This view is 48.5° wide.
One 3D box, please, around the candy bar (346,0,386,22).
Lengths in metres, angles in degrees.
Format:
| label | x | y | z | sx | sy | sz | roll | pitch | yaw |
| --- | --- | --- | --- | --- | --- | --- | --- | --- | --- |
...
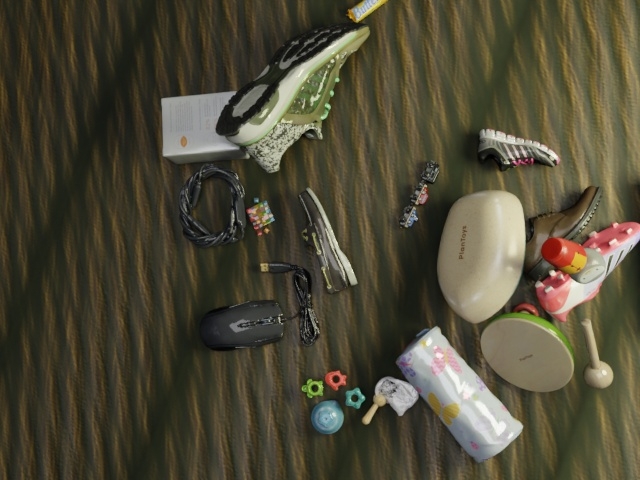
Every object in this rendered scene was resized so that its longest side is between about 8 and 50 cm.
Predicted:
| label | x | y | z | sx | sy | sz | roll | pitch | yaw |
| --- | --- | --- | --- | --- | --- | --- | --- | --- | --- |
| candy bar | 0.128 | -0.532 | 1.554 | 0.161 | 0.018 | 0.040 | -36 | 80 | 2 |

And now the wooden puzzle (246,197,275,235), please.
| label | x | y | z | sx | sy | sz | roll | pitch | yaw |
| --- | --- | --- | --- | --- | --- | --- | --- | --- | --- |
| wooden puzzle | -0.130 | -0.054 | 1.545 | 0.049 | 0.006 | 0.083 | -27 | 81 | 5 |

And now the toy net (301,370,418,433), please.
| label | x | y | z | sx | sy | sz | roll | pitch | yaw |
| --- | --- | --- | --- | --- | --- | --- | --- | --- | --- |
| toy net | 0.085 | 0.317 | 1.458 | 0.232 | 0.045 | 0.122 | -15 | 80 | 5 |

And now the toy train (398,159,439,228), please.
| label | x | y | z | sx | sy | sz | roll | pitch | yaw |
| --- | --- | --- | --- | --- | --- | --- | --- | --- | --- |
| toy train | 0.209 | -0.093 | 1.492 | 0.036 | 0.027 | 0.158 | 27 | 88 | -1 |

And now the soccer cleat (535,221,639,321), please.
| label | x | y | z | sx | sy | sz | roll | pitch | yaw |
| --- | --- | --- | --- | --- | --- | --- | --- | --- | --- |
| soccer cleat | 0.539 | 0.059 | 1.410 | 0.248 | 0.083 | 0.095 | -38 | 110 | -2 |

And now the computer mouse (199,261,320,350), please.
| label | x | y | z | sx | sy | sz | roll | pitch | yaw |
| --- | --- | --- | --- | --- | --- | --- | --- | --- | --- |
| computer mouse | -0.137 | 0.138 | 1.499 | 0.261 | 0.060 | 0.184 | -4 | 84 | 7 |

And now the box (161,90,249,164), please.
| label | x | y | z | sx | sy | sz | roll | pitch | yaw |
| --- | --- | --- | --- | --- | --- | --- | --- | --- | --- |
| box | -0.249 | -0.242 | 1.540 | 0.170 | 0.091 | 0.130 | -3 | 84 | 7 |

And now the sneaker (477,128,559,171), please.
| label | x | y | z | sx | sy | sz | roll | pitch | yaw |
| --- | --- | --- | --- | --- | --- | --- | --- | --- | --- |
| sneaker | 0.399 | -0.170 | 1.454 | 0.170 | 0.063 | 0.075 | 20 | 87 | 15 |

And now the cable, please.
| label | x | y | z | sx | sy | sz | roll | pitch | yaw |
| --- | --- | --- | --- | --- | --- | --- | --- | --- | --- |
| cable | -0.238 | -0.077 | 1.550 | 0.150 | 0.047 | 0.185 | -10 | 85 | 12 |

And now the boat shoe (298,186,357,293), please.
| label | x | y | z | sx | sy | sz | roll | pitch | yaw |
| --- | --- | --- | --- | --- | --- | --- | --- | --- | --- |
| boat shoe | 0.000 | 0.000 | 1.483 | 0.068 | 0.081 | 0.228 | -25 | 84 | 1 |

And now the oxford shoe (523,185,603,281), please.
| label | x | y | z | sx | sy | sz | roll | pitch | yaw |
| --- | --- | --- | --- | --- | --- | --- | --- | --- | --- |
| oxford shoe | 0.471 | -0.032 | 1.419 | 0.096 | 0.083 | 0.227 | 43 | 90 | 14 |

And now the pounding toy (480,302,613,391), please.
| label | x | y | z | sx | sy | sz | roll | pitch | yaw |
| --- | --- | --- | --- | --- | --- | --- | --- | --- | --- |
| pounding toy | 0.440 | 0.191 | 1.378 | 0.236 | 0.110 | 0.183 | -4 | 121 | 40 |

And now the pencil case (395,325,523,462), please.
| label | x | y | z | sx | sy | sz | roll | pitch | yaw |
| --- | --- | --- | --- | --- | --- | --- | --- | --- | --- |
| pencil case | 0.271 | 0.298 | 1.394 | 0.124 | 0.113 | 0.273 | -33 | 77 | -39 |

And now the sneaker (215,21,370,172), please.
| label | x | y | z | sx | sy | sz | roll | pitch | yaw |
| --- | --- | --- | --- | --- | --- | --- | --- | --- | --- |
| sneaker | -0.035 | -0.306 | 1.510 | 0.410 | 0.182 | 0.158 | -45 | 40 | -15 |

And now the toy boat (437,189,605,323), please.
| label | x | y | z | sx | sy | sz | roll | pitch | yaw |
| --- | --- | --- | --- | --- | --- | --- | --- | --- | --- |
| toy boat | 0.369 | 0.036 | 1.356 | 0.318 | 0.148 | 0.268 | 1 | 76 | 51 |
